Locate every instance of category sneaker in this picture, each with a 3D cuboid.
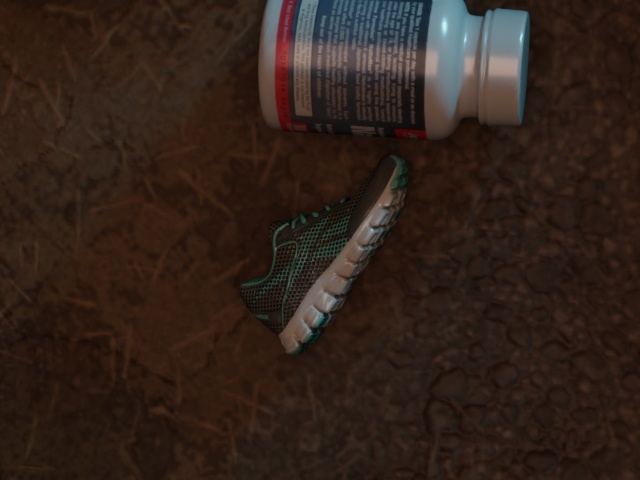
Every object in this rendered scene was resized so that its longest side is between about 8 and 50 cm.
[{"bbox_3d":[0.000,0.000,1.316,0.076,0.065,0.166,36,98,9],"label":"sneaker"}]

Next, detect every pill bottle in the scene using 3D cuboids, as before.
[{"bbox_3d":[0.053,-0.125,1.271,0.180,0.108,0.108,4,95,10],"label":"pill bottle"}]
